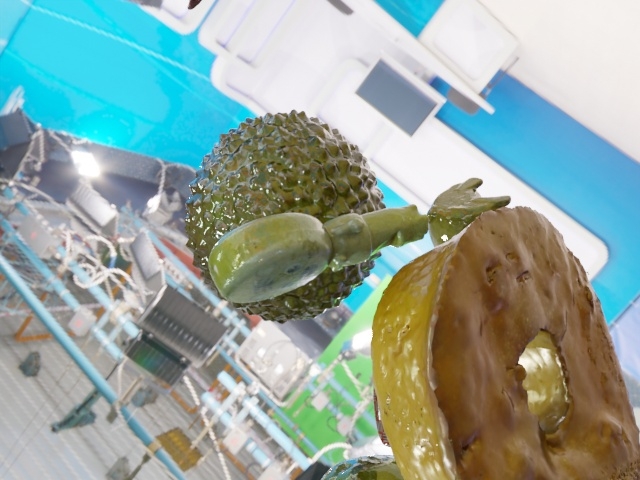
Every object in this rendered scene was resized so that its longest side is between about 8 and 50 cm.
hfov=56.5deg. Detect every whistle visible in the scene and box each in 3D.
[{"bbox_3d":[0.000,0.000,0.514,0.057,0.198,0.104,66,159,19],"label":"whistle"}]

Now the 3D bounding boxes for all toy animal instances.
[{"bbox_3d":[0.359,0.036,1.316,0.363,0.180,0.181,60,171,-32],"label":"toy animal"}]

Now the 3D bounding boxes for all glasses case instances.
[{"bbox_3d":[0.167,0.415,1.486,0.049,0.073,0.195,31,-133,-48],"label":"glasses case"}]

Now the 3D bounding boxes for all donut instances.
[{"bbox_3d":[0.148,0.117,0.484,0.277,0.108,0.278,19,-119,-37],"label":"donut"}]

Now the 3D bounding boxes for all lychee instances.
[{"bbox_3d":[-0.047,-0.026,0.766,0.270,0.270,0.320,39,178,5],"label":"lychee"}]

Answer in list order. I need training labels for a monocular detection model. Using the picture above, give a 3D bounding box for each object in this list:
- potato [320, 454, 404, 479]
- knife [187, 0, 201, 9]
[{"bbox_3d":[0.108,0.388,0.782,0.253,0.186,0.148,23,169,2],"label":"potato"},{"bbox_3d":[-0.111,-0.404,0.749,0.035,0.247,0.018,12,-150,-37],"label":"knife"}]
